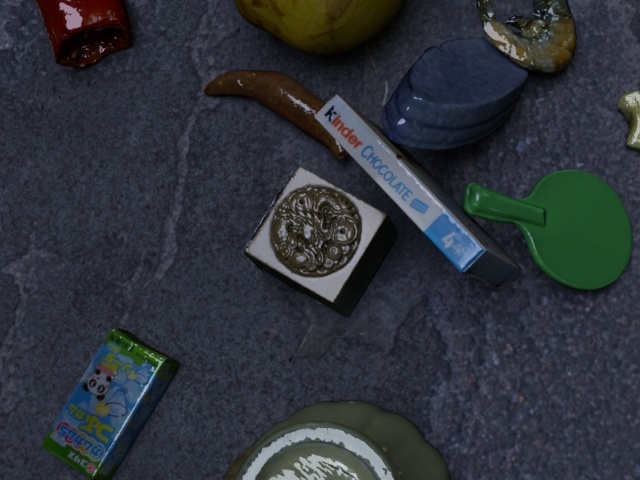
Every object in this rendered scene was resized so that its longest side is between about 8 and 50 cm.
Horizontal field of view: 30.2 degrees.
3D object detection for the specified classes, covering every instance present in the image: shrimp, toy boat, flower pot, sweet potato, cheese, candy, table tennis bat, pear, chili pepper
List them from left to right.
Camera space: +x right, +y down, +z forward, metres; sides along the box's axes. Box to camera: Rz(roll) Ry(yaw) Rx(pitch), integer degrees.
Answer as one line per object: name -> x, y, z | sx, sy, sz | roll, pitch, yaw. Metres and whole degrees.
chili pepper -> -0.399, -0.433, 1.791 | 0.135, 0.131, 0.338 | -24, 70, -5
candy -> -0.289, 0.226, 1.635 | 0.097, 0.062, 0.194 | 29, 84, 16
sweet potato -> -0.053, -0.198, 1.700 | 0.255, 0.058, 0.078 | 28, 103, 21
pear -> 0.002, -0.393, 1.629 | 0.281, 0.281, 0.280 | -3, 75, 11
flower pot -> 0.012, 0.337, 1.452 | 0.307, 0.244, 0.307 | -3, 74, 11
toy boat -> 0.172, -0.188, 1.551 | 0.127, 0.283, 0.078 | 41, 127, 15
shrimp -> 0.282, -0.330, 1.645 | 0.150, 0.051, 0.217 | 2, 66, -18
table tennis bat -> 0.296, -0.025, 1.534 | 0.257, 0.039, 0.160 | 15, 72, -22
cheese -> 0.427, -0.162, 1.607 | 0.044, 0.030, 0.083 | -13, 79, 1

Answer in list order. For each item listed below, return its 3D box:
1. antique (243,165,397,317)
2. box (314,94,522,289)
antique -> 0.000, 0.000, 1.591 | 0.152, 0.148, 0.146 | 29, 85, 14
box -> 0.132, -0.055, 1.517 | 0.048, 0.265, 0.273 | -44, 71, 9
